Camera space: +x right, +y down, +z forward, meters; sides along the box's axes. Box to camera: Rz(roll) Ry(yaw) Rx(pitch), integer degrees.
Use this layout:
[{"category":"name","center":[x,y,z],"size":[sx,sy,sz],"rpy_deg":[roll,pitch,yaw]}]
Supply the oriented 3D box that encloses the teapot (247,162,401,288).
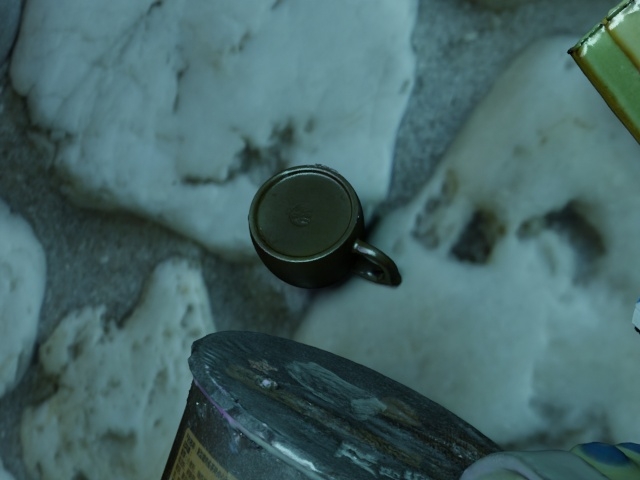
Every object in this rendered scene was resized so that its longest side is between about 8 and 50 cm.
[{"category":"teapot","center":[0.000,0.000,0.874],"size":[0.121,0.068,0.076],"rpy_deg":[24,69,20]}]

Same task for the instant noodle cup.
[{"category":"instant noodle cup","center":[-0.012,0.188,0.732],"size":[0.217,0.217,0.207],"rpy_deg":[34,103,40]}]

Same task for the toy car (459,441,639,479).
[{"category":"toy car","center":[0.151,0.273,0.588],"size":[0.242,0.226,0.336],"rpy_deg":[34,115,54]}]

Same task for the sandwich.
[{"category":"sandwich","center":[0.225,-0.074,0.749],"size":[0.079,0.113,0.163],"rpy_deg":[-41,89,20]}]

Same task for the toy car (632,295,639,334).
[{"category":"toy car","center":[0.237,0.056,0.648],"size":[0.171,0.070,0.080],"rpy_deg":[39,100,29]}]
